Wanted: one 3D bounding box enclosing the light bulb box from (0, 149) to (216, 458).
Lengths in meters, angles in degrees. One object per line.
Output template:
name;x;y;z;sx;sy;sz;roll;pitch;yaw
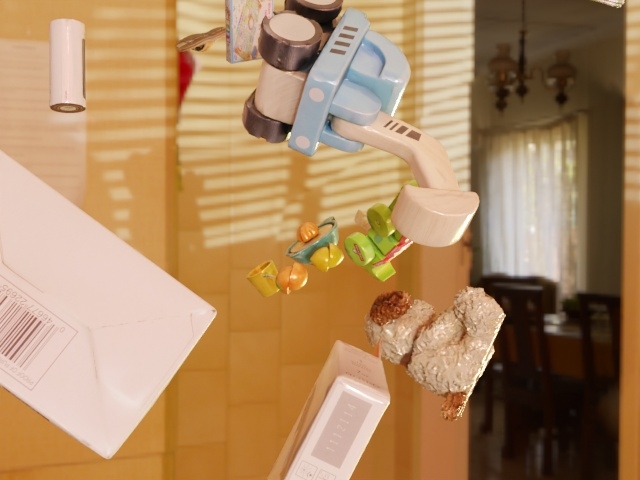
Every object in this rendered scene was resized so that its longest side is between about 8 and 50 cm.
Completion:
light bulb box;-0.362;0.103;1.192;0.358;0.225;0.361;37;-19;-3

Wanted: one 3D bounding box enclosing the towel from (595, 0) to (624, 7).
towel;0.454;-0.468;1.502;0.152;0.113;0.023;13;-5;-5

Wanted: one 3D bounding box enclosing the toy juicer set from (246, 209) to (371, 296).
toy juicer set;0.000;0.000;1.904;0.329;0.089;0.209;-37;13;-21

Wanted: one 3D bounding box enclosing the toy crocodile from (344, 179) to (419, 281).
toy crocodile;0.141;-0.018;1.690;0.115;0.105;0.340;-33;-11;-29

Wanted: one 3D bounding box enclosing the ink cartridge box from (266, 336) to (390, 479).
ink cartridge box;-0.016;0.256;1.009;0.066;0.296;0.261;26;8;-2

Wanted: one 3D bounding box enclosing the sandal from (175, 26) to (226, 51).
sandal;-0.344;-0.592;2.622;0.180;0.049;0.072;-24;37;-20

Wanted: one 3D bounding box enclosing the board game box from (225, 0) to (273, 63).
board game box;-0.149;-0.456;1.848;0.103;0.154;0.026;-15;33;-29

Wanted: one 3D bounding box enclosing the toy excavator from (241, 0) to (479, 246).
toy excavator;0.084;-0.222;1.542;0.445;0.222;0.433;21;44;2

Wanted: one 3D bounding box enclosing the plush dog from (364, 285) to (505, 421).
plush dog;0.181;0.184;1.562;0.225;0.211;0.262;26;-22;16

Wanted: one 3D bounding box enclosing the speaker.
speaker;-0.389;-0.268;1.349;0.055;0.136;0.055;-3;-8;0
